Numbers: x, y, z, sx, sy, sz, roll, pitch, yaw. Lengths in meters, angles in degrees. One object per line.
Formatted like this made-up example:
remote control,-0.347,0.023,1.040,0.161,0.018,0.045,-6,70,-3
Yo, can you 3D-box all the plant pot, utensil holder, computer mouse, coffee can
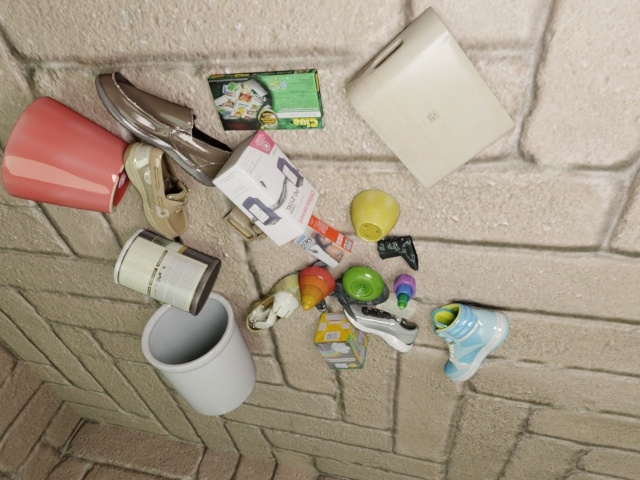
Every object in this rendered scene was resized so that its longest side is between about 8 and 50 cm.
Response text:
plant pot,0.135,-0.051,1.115,0.134,0.095,0.134,10,135,10
utensil holder,-0.436,0.434,1.621,0.327,0.328,0.386,3,136,16
computer mouse,0.079,0.124,1.337,0.261,0.060,0.184,-13,111,26
plant pot,-0.642,-0.203,1.136,0.243,0.275,0.275,21,136,-14
coffee can,-0.494,0.103,1.400,0.275,0.202,0.202,23,135,-4

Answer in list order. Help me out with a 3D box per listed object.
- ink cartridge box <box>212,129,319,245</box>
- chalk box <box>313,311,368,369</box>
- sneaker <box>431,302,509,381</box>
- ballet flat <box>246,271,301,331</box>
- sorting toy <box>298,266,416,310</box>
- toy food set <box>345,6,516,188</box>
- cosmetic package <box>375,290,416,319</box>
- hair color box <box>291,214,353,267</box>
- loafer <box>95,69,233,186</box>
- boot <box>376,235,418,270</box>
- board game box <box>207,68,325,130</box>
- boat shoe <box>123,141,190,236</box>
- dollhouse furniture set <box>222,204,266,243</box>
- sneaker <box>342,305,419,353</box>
ink cartridge box,-0.127,-0.131,1.073,0.100,0.172,0.237,-25,121,35
chalk box,0.085,0.368,1.509,0.132,0.132,0.213,-8,130,24
sneaker,0.419,0.312,1.349,0.208,0.127,0.319,19,126,-2
ballet flat,-0.147,0.228,1.465,0.123,0.123,0.348,38,132,-18
sorting toy,0.088,0.160,1.234,0.365,0.126,0.127,0,126,20
toy food set,0.230,-0.276,0.889,0.219,0.092,0.306,-36,115,27
cosmetic package,0.240,0.203,1.359,0.115,0.041,0.060,22,136,-2
hair color box,0.000,0.000,1.240,0.167,0.053,0.093,31,134,-13
loafer,-0.365,-0.292,1.055,0.130,0.134,0.366,-42,122,16
boot,0.219,0.039,1.209,0.099,0.045,0.121,-10,121,24
board game box,-0.124,-0.322,0.993,0.259,0.030,0.136,4,131,16
boat shoe,-0.431,-0.123,1.202,0.110,0.122,0.341,6,145,9
dollhouse furniture set,-0.225,-0.038,1.229,0.151,0.123,0.144,-29,118,37
sneaker,0.197,0.260,1.407,0.271,0.100,0.108,27,111,-3
